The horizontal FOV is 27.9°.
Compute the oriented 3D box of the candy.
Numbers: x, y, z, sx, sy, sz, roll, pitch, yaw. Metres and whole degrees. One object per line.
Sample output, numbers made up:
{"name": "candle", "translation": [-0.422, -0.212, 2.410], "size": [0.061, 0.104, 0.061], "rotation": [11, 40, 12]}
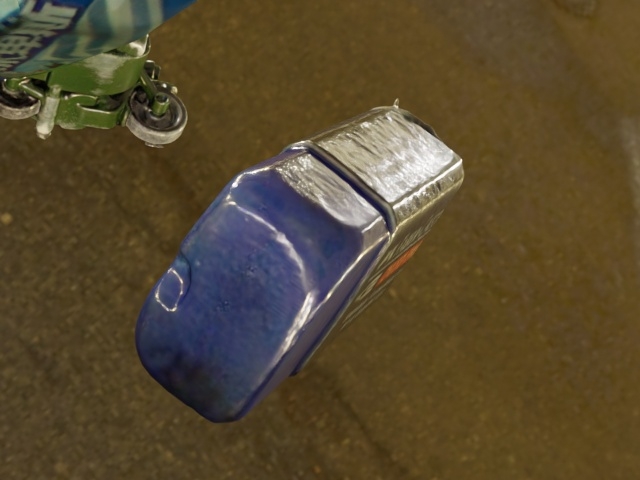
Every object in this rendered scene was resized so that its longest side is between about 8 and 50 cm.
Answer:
{"name": "candy", "translation": [-0.231, -0.171, 0.973], "size": [0.187, 0.331, 0.077], "rotation": [6, 77, -50]}

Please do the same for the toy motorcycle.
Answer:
{"name": "toy motorcycle", "translation": [-0.271, -0.211, 1.458], "size": [0.275, 0.205, 0.127], "rotation": [8, 53, -20]}

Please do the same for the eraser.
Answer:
{"name": "eraser", "translation": [0.000, 0.000, 0.888], "size": [0.101, 0.155, 0.332], "rotation": [38, 21, 6]}
